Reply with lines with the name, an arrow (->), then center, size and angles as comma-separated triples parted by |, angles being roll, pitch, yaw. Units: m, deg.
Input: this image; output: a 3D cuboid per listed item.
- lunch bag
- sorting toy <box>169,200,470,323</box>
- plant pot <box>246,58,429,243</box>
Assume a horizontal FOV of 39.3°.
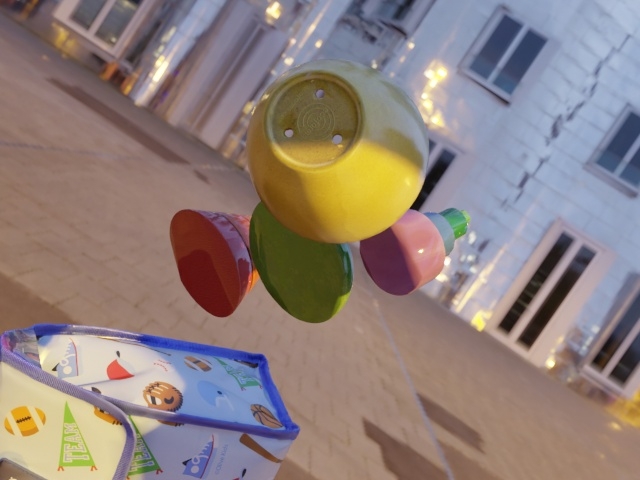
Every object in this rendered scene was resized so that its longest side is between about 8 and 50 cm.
lunch bag -> -0.269, 0.297, 1.153 | 0.385, 0.328, 0.239 | 17, 17, -28
sorting toy -> 0.000, 0.000, 0.877 | 0.126, 0.127, 0.365 | -25, 14, -39
plant pot -> 0.004, -0.070, 0.615 | 0.134, 0.134, 0.095 | 35, 0, 13
